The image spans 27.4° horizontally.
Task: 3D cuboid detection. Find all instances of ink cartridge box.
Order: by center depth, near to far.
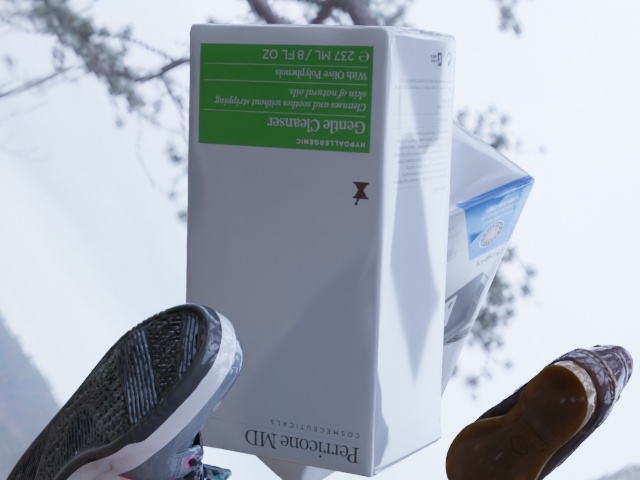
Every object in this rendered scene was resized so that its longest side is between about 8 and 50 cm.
[{"bbox_3d":[0.059,0.074,1.593,0.166,0.285,0.395,39,-50,27],"label":"ink cartridge box"}]

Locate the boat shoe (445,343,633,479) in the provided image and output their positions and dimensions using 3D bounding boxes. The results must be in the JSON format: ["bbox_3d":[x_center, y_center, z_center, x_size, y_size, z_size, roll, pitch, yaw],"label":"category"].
[{"bbox_3d":[0.177,0.150,1.054,0.073,0.073,0.207,56,-40,13],"label":"boat shoe"}]

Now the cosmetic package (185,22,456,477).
[{"bbox_3d":[0.000,0.000,1.141,0.197,0.155,0.366,4,-84,27],"label":"cosmetic package"}]

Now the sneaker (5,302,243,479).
[{"bbox_3d":[-0.100,0.175,0.956,0.178,0.295,0.124,27,37,-26],"label":"sneaker"}]
